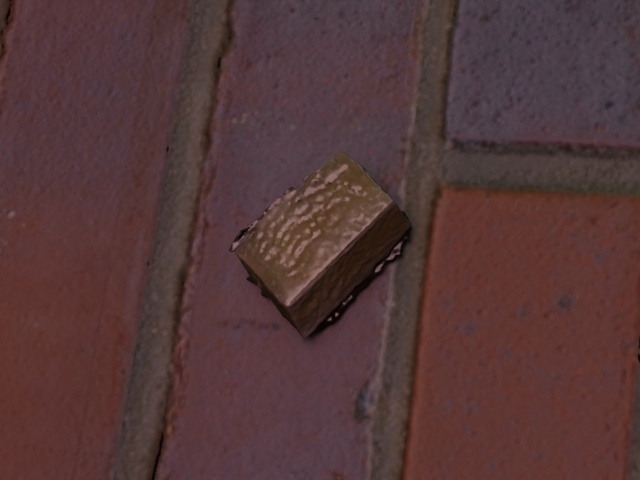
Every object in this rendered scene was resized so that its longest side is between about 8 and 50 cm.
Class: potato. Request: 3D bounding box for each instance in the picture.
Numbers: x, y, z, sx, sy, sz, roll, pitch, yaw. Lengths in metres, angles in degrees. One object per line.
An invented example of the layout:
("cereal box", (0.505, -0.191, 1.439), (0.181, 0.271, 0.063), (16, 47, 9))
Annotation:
("potato", (0.002, -0.001, 1.174), (0.122, 0.061, 0.086), (-45, 66, -2))
